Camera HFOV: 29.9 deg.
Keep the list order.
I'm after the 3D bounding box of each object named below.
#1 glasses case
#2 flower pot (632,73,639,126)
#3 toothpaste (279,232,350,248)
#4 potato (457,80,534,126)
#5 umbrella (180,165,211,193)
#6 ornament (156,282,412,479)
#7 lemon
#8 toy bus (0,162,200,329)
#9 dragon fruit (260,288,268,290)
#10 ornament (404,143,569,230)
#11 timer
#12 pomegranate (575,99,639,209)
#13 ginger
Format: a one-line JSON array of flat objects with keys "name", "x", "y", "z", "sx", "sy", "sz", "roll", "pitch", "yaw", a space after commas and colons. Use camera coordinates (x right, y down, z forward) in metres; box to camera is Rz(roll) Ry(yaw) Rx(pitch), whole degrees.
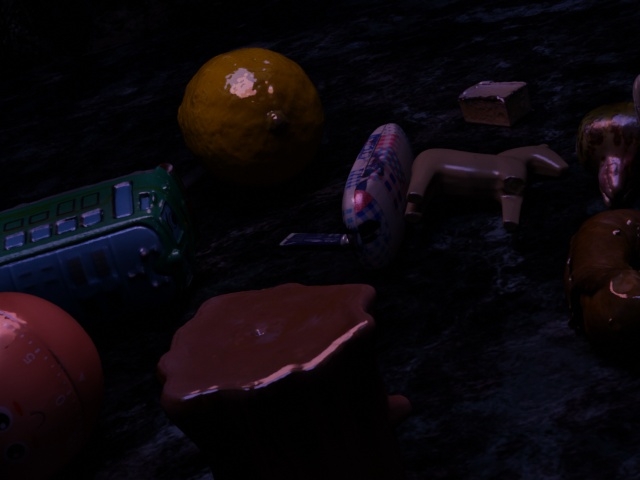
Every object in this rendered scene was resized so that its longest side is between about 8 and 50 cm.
[{"name": "glasses case", "x": 0.091, "y": -0.071, "z": 1.765, "sx": 0.076, "sy": 0.125, "sz": 0.327, "roll": -8, "pitch": 25, "yaw": 17}, {"name": "flower pot", "x": 0.479, "y": -0.071, "z": 1.331, "sx": 0.165, "sy": 0.254, "sz": 0.367, "roll": -21, "pitch": 22, "yaw": 7}, {"name": "toothpaste", "x": 0.000, "y": 0.000, "z": 1.803, "sx": 0.140, "sy": 0.021, "sz": 0.037, "roll": 2, "pitch": 30, "yaw": 40}, {"name": "potato", "x": 0.305, "y": -0.240, "z": 2.088, "sx": 0.086, "sy": 0.061, "sz": 0.122, "roll": -32, "pitch": 26, "yaw": -31}, {"name": "umbrella", "x": -0.240, "y": -0.106, "z": 2.194, "sx": 0.036, "sy": 0.031, "sz": 0.133, "roll": 25, "pitch": 40, "yaw": 20}, {"name": "ornament", "x": -0.033, "y": 0.178, "z": 1.167, "sx": 0.235, "sy": 0.217, "sz": 0.221, "roll": -30, "pitch": 26, "yaw": -28}, {"name": "lemon", "x": -0.121, "y": -0.213, "z": 2.080, "sx": 0.245, "sy": 0.245, "sz": 0.320, "roll": -24, "pitch": 17, "yaw": -16}, {"name": "toy bus", "x": -0.352, "y": 0.030, "z": 1.766, "sx": 0.344, "sy": 0.183, "sz": 0.199, "roll": -17, "pitch": 26, "yaw": 0}, {"name": "dragon fruit", "x": -0.039, "y": 0.125, "z": 1.427, "sx": 0.208, "sy": 0.133, "sz": 0.150, "roll": -9, "pitch": 45, "yaw": -25}, {"name": "ornament", "x": 0.249, "y": -0.093, "z": 1.766, "sx": 0.230, "sy": 0.061, "sz": 0.245, "roll": 6, "pitch": 30, "yaw": 9}, {"name": "timer", "x": -0.370, "y": 0.179, "z": 1.380, "sx": 0.230, "sy": 0.229, "sz": 0.215, "roll": 1, "pitch": 35, "yaw": 35}, {"name": "pomegranate", "x": 0.422, "y": -0.127, "z": 1.669, "sx": 0.138, "sy": 0.125, "sz": 0.163, "roll": 7, "pitch": 31, "yaw": 20}, {"name": "ginger", "x": 0.344, "y": 0.039, "z": 1.376, "sx": 0.133, "sy": 0.107, "sz": 0.309, "roll": -25, "pitch": 16, "yaw": 18}]
